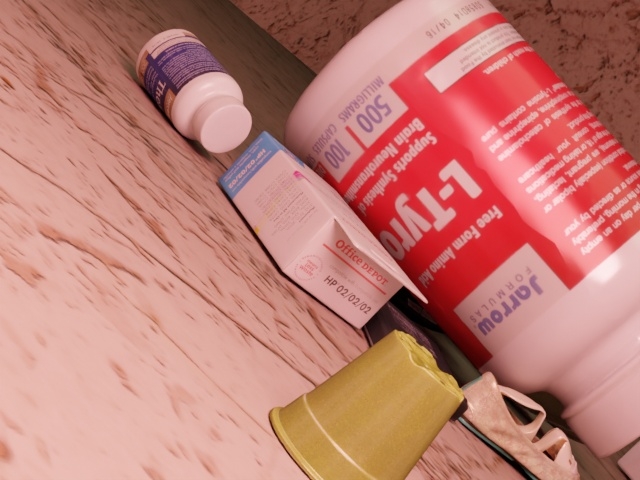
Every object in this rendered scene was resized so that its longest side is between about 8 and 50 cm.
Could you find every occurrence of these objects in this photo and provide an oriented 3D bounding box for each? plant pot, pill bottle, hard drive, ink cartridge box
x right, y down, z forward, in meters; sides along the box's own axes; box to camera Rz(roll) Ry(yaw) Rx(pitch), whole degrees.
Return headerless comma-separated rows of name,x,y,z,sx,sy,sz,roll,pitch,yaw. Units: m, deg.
plant pot,0.031,0.091,0.728,0.083,0.079,0.083,44,8,-8
pill bottle,-0.110,-0.129,1.229,0.067,0.067,0.120,35,11,-49
hard drive,0.073,0.090,1.166,0.094,0.022,0.135,42,8,-16
ink cartridge box,0.000,0.000,1.121,0.104,0.061,0.181,38,9,-40
pill bottle,0.175,-0.015,1.245,0.407,0.229,0.229,49,8,9

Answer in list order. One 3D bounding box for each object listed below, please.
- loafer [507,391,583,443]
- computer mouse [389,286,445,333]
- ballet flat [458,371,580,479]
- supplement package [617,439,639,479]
loafer,0.227,0.132,1.490,0.092,0.102,0.268,23,6,-40
computer mouse,0.060,0.013,1.397,0.262,0.060,0.184,26,20,-30
ballet flat,0.181,0.171,1.180,0.168,0.052,0.057,41,9,-25
supplement package,0.546,0.323,1.705,0.198,0.199,0.262,39,9,-34
